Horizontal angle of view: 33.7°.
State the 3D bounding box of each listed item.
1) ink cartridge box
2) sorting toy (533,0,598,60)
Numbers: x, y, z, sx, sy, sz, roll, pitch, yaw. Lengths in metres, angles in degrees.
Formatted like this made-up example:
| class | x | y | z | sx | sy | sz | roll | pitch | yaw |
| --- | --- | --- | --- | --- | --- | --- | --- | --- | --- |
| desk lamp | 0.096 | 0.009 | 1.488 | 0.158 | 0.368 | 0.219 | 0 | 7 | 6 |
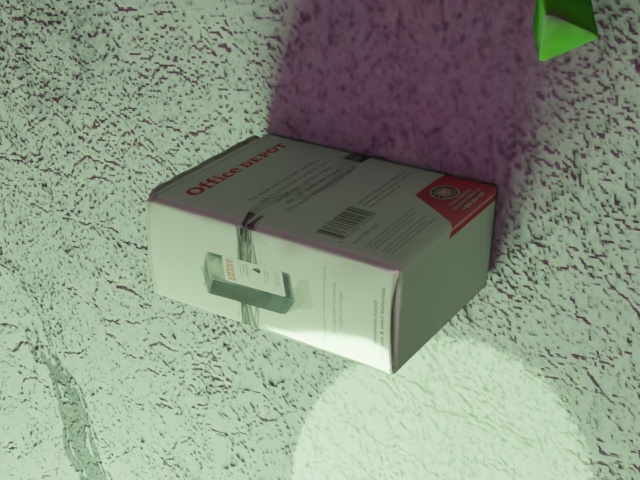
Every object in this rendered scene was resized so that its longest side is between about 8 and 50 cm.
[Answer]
| class | x | y | z | sx | sy | sz | roll | pitch | yaw |
| --- | --- | --- | --- | --- | --- | --- | --- | --- | --- |
| ink cartridge box | 0.000 | 0.000 | 0.799 | 0.218 | 0.158 | 0.092 | 18 | 122 | 28 |
| sorting toy | 0.181 | -0.201 | 0.513 | 0.196 | 0.047 | 0.347 | -3 | 145 | 5 |
